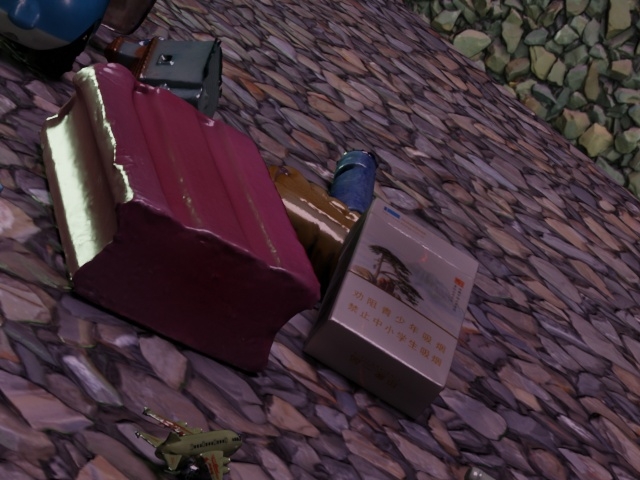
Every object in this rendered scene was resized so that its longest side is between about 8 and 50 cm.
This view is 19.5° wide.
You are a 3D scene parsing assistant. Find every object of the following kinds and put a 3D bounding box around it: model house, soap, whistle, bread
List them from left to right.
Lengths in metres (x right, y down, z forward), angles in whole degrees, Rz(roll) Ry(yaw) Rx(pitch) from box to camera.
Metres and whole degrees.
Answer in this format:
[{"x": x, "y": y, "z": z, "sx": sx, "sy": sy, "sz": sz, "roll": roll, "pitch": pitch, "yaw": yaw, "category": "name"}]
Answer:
[{"x": -0.206, "y": -0.196, "z": 2.342, "sx": 0.148, "sy": 0.119, "sz": 0.148, "roll": 11, "pitch": 40, "yaw": 5, "category": "model house"}, {"x": -0.154, "y": -0.036, "z": 1.924, "sx": 0.233, "sy": 0.128, "sz": 0.359, "roll": 27, "pitch": 18, "yaw": -26, "category": "soap"}, {"x": 0.000, "y": 0.000, "z": 2.198, "sx": 0.225, "sy": 0.081, "sz": 0.134, "roll": 37, "pitch": 21, "yaw": 1, "category": "bread"}, {"x": 0.041, "y": -0.055, "z": 2.459, "sx": 0.062, "sy": 0.062, "sz": 0.304, "roll": 33, "pitch": 17, "yaw": -6, "category": "whistle"}]

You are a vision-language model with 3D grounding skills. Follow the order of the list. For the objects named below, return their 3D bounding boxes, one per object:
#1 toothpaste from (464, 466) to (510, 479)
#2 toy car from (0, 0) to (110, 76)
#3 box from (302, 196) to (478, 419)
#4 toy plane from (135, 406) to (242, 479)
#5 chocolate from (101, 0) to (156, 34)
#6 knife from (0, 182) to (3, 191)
[{"x": 0.252, "y": 0.309, "z": 1.902, "sx": 0.255, "sy": 0.037, "sz": 0.067, "roll": 36, "pitch": 16, "yaw": -7, "category": "toothpaste"}, {"x": -0.342, "y": -0.332, "z": 2.286, "sx": 0.188, "sy": 0.190, "sz": 0.255, "roll": 29, "pitch": 15, "yaw": -13, "category": "toy car"}, {"x": 0.082, "y": 0.071, "z": 2.055, "sx": 0.149, "sy": 0.067, "sz": 0.233, "roll": 34, "pitch": 38, "yaw": -9, "category": "box"}, {"x": -0.106, "y": 0.177, "z": 1.575, "sx": 0.102, "sy": 0.040, "sz": 0.111, "roll": 46, "pitch": 19, "yaw": 30, "category": "toy plane"}, {"x": -0.340, "y": -0.409, "z": 2.437, "sx": 0.303, "sy": 0.185, "sz": 0.100, "roll": 24, "pitch": 26, "yaw": -11, "category": "chocolate"}, {"x": -0.346, "y": -0.078, "z": 1.882, "sx": 0.027, "sy": 0.010, "sz": 0.096, "roll": 17, "pitch": 26, "yaw": -47, "category": "knife"}]
